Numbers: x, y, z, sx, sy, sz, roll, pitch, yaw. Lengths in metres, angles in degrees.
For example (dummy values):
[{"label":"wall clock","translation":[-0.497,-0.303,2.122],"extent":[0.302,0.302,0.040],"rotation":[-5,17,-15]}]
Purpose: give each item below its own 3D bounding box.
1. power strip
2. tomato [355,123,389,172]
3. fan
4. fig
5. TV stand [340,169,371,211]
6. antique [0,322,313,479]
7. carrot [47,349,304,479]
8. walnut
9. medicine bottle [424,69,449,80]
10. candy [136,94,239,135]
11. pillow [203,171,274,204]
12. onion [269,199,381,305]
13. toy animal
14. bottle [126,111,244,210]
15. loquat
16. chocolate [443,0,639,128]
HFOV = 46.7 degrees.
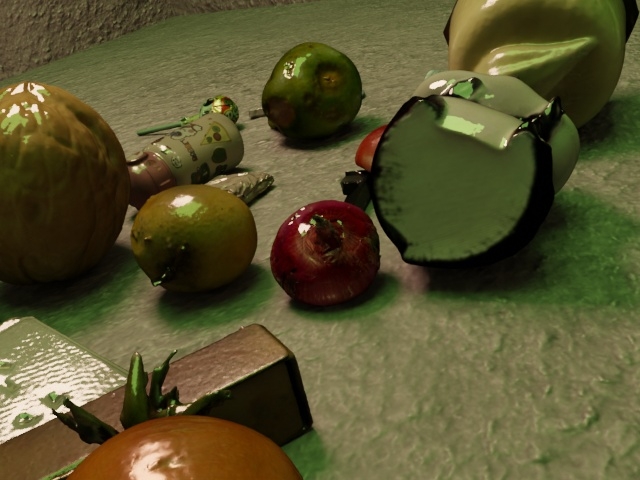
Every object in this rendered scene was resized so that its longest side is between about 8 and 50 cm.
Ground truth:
[{"label":"power strip","translation":[-0.332,0.185,0.809],"extent":[0.213,0.064,0.198],"rotation":[20,37,28]},{"label":"tomato","translation":[0.154,-0.149,1.212],"extent":[0.166,0.082,0.174],"rotation":[-13,29,-42]},{"label":"fan","translation":[-0.034,-0.328,1.768],"extent":[0.282,0.023,0.057],"rotation":[-8,27,5]},{"label":"fig","translation":[-0.043,-0.299,1.569],"extent":[0.206,0.206,0.275],"rotation":[-26,6,-25]},{"label":"TV stand","translation":[0.030,-0.039,1.126],"extent":[0.049,0.040,0.256],"rotation":[-3,27,20]},{"label":"antique","translation":[-0.165,0.190,0.688],"extent":[0.310,0.093,0.087],"rotation":[-24,28,-22]},{"label":"carrot","translation":[-0.091,0.226,0.472],"extent":[0.214,0.193,0.331],"rotation":[-34,30,9]},{"label":"walnut","translation":[-0.426,-0.085,1.122],"extent":[0.252,0.313,0.277],"rotation":[16,27,17]},{"label":"medicine bottle","translation":[0.318,-0.325,1.546],"extent":[0.074,0.074,0.218],"rotation":[-31,30,-33]},{"label":"candy","translation":[-0.325,-0.279,1.757],"extent":[0.305,0.083,0.091],"rotation":[-7,20,29]},{"label":"pillow","translation":[-0.196,-0.068,1.282],"extent":[0.135,0.049,0.248],"rotation":[0,25,34]},{"label":"onion","translation":[0.000,0.000,0.930],"extent":[0.150,0.140,0.150],"rotation":[-8,58,14]},{"label":"toy animal","translation":[0.202,-0.106,0.988],"extent":[0.251,0.251,0.310],"rotation":[1,16,26]},{"label":"bottle","translation":[-0.265,-0.144,1.383],"extent":[0.120,0.120,0.253],"rotation":[9,33,38]},{"label":"loquat","translation":[-0.170,-0.007,1.031],"extent":[0.172,0.149,0.204],"rotation":[-8,15,19]},{"label":"chocolate","translation":[0.375,-0.335,1.259],"extent":[0.314,0.326,0.297],"rotation":[24,27,-2]}]
